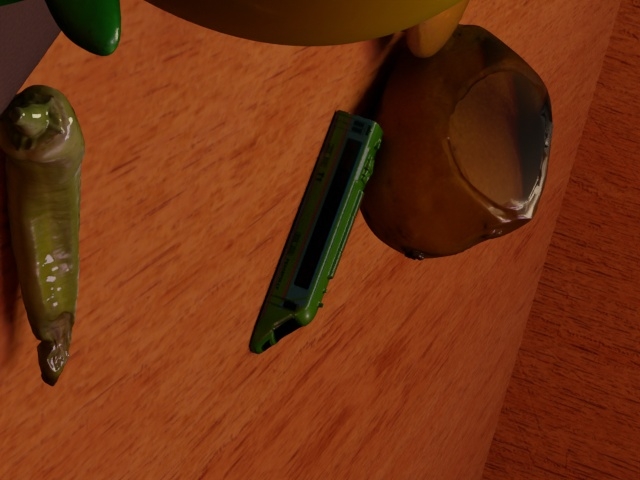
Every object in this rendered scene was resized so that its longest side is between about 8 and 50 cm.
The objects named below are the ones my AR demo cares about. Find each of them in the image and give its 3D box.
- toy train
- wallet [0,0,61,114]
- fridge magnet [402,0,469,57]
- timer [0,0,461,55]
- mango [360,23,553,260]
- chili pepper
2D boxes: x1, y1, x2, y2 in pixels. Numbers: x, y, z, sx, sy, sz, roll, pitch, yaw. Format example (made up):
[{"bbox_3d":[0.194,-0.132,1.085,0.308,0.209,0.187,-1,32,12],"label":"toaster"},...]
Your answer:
[{"bbox_3d":[0.000,0.000,1.342,0.044,0.042,0.209,49,61,-74],"label":"toy train"},{"bbox_3d":[-0.117,-0.136,0.706,0.118,0.038,0.153,93,21,-54],"label":"wallet"},{"bbox_3d":[0.097,-0.225,1.385,0.143,0.063,0.143,17,90,-76],"label":"fridge magnet"},{"bbox_3d":[-0.040,-0.161,0.534,0.285,0.285,0.285,19,90,-77],"label":"timer"},{"bbox_3d":[0.104,-0.090,1.445,0.166,0.136,0.236,-34,-146,53],"label":"mango"},{"bbox_3d":[-0.133,-0.009,0.802,0.043,0.049,0.208,-25,148,-22],"label":"chili pepper"}]
